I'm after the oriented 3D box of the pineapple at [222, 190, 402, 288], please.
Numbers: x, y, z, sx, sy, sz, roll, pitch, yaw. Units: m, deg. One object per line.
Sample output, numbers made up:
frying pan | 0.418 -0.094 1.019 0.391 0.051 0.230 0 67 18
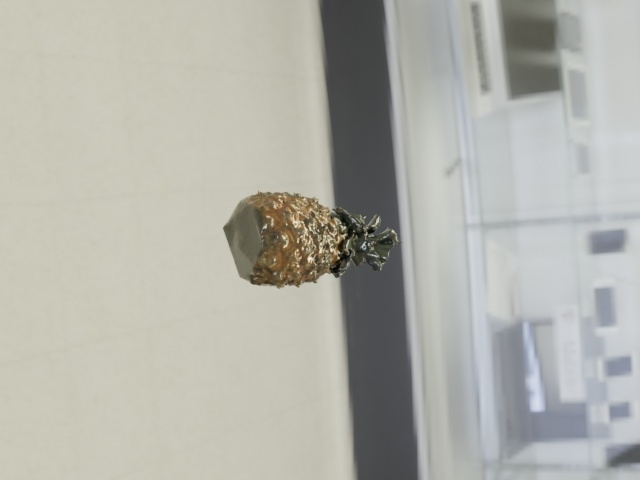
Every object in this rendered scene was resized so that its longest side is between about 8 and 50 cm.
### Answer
pineapple | 0.000 0.000 1.405 0.197 0.108 0.108 2 84 -33
